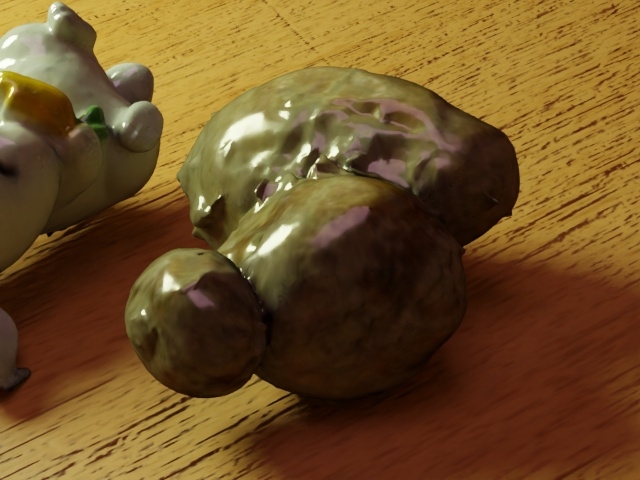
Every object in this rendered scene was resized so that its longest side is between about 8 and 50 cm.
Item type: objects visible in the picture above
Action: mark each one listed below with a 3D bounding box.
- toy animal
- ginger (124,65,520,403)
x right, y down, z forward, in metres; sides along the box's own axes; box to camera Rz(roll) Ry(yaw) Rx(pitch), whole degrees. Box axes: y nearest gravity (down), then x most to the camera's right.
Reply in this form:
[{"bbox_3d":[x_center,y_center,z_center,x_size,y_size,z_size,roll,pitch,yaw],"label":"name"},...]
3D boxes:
[{"bbox_3d":[-0.238,-0.037,1.291,0.208,0.154,0.325,26,50,-9],"label":"toy animal"},{"bbox_3d":[0.000,0.000,1.180,0.245,0.155,0.304,3,30,12],"label":"ginger"}]
